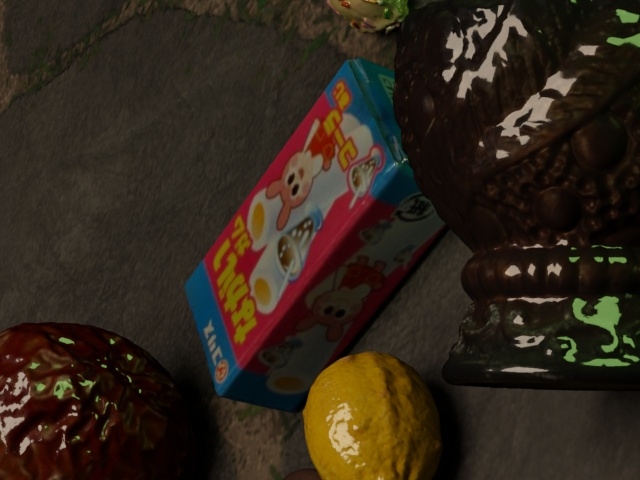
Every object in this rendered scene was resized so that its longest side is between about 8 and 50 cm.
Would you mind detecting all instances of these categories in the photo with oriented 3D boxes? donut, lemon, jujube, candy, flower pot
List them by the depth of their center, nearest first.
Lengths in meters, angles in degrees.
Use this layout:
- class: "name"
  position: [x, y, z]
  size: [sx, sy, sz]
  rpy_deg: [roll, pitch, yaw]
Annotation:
- class: "flower pot"
  position: [0.183, -0.027, 1.356]
  size: [0.267, 0.267, 0.267]
  rpy_deg: [-10, 77, 54]
- class: "lemon"
  position: [0.045, 0.161, 1.588]
  size: [0.114, 0.114, 0.155]
  rpy_deg: [-48, 45, 33]
- class: "candy"
  position: [0.001, 0.000, 1.745]
  size: [0.306, 0.100, 0.157]
  rpy_deg: [-52, 39, 27]
- class: "donut"
  position: [0.042, -0.273, 1.844]
  size: [0.108, 0.065, 0.166]
  rpy_deg: [-23, 56, 50]
- class: "jujube"
  position: [-0.241, 0.190, 1.888]
  size: [0.213, 0.232, 0.213]
  rpy_deg: [-34, 47, 46]

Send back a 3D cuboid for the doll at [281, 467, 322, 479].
- class: "doll"
  position: [-0.020, 0.285, 1.648]
  size: [0.145, 0.096, 0.188]
  rpy_deg: [-108, 36, -53]
